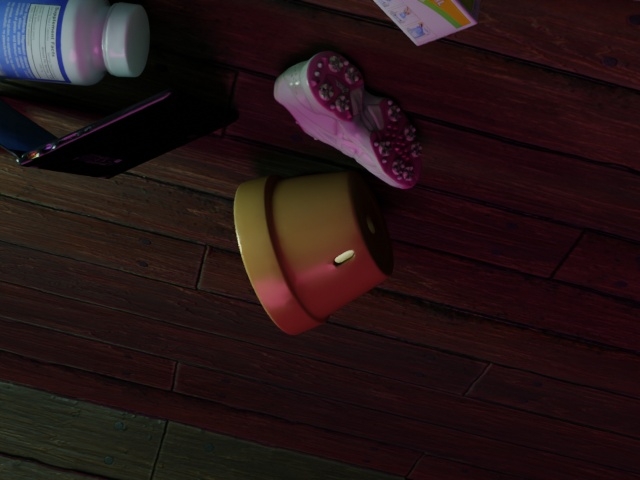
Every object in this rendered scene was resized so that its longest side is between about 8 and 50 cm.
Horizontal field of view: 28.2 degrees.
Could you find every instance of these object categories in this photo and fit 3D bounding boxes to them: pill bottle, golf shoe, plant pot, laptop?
[{"bbox_3d":[-0.410,-0.319,1.972,0.272,0.152,0.152,5,149,10],"label":"pill bottle"},{"bbox_3d":[0.048,-0.191,2.082,0.140,0.115,0.306,-5,140,45],"label":"golf shoe"},{"bbox_3d":[0.000,0.000,2.262,0.203,0.291,0.291,-20,140,17],"label":"plant pot"},{"bbox_3d":[-0.399,-0.234,2.050,0.408,0.236,0.382,-23,176,10],"label":"laptop"}]

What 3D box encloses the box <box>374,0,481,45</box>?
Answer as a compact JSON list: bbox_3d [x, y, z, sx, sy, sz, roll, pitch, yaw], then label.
[{"bbox_3d":[0.122,-0.377,1.722,0.103,0.114,0.203,-16,138,38],"label":"box"}]
